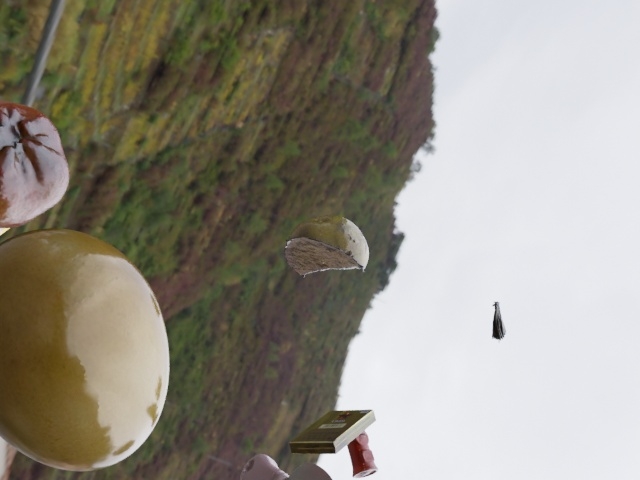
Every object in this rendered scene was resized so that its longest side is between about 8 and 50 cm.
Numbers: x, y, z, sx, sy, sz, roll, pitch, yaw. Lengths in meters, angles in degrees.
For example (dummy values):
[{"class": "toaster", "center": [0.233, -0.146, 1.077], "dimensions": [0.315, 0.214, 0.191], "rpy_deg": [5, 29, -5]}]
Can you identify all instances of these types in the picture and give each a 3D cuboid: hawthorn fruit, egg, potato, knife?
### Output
[{"class": "hawthorn fruit", "center": [-0.547, -0.113, 1.412], "dimensions": [0.261, 0.224, 0.224], "rpy_deg": [-42, -153, 52]}, {"class": "egg", "center": [-0.317, 0.141, 1.043], "dimensions": [0.250, 0.250, 0.322], "rpy_deg": [-96, 174, -66]}, {"class": "potato", "center": [0.000, 0.000, 1.787], "dimensions": [0.243, 0.138, 0.098], "rpy_deg": [-8, -131, 51]}, {"class": "knife", "center": [-0.041, 0.404, 1.386], "dimensions": [0.081, 0.043, 0.336], "rpy_deg": [-54, -159, -23]}]

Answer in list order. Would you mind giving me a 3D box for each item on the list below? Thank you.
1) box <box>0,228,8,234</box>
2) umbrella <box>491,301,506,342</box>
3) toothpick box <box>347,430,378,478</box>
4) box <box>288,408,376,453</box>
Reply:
[{"class": "box", "center": [-0.821, -0.053, 1.803], "dimensions": [0.152, 0.269, 0.043], "rpy_deg": [-75, 176, -68]}, {"class": "umbrella", "center": [0.297, 0.137, 1.390], "dimensions": [0.020, 0.031, 0.083], "rpy_deg": [31, -40, 58]}, {"class": "toothpick box", "center": [0.067, 0.363, 1.437], "dimensions": [0.047, 0.047, 0.083], "rpy_deg": [-52, -134, 47]}, {"class": "box", "center": [0.021, 0.310, 1.355], "dimensions": [0.090, 0.023, 0.133], "rpy_deg": [-8, -172, 33]}]
